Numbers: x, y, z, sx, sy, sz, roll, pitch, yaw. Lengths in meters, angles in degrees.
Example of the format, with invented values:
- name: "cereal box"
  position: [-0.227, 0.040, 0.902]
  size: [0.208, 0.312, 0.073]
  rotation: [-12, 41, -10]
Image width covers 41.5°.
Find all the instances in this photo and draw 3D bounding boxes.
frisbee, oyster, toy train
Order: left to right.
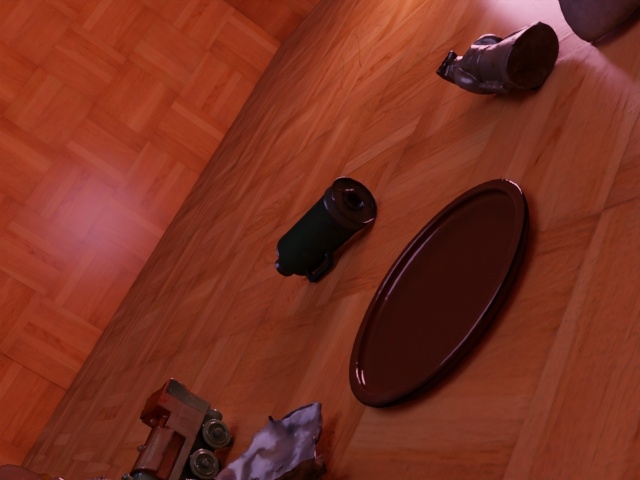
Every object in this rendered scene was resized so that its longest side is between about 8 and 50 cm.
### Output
- name: "toy train"
  position: [-0.185, 0.273, 1.055]
  size: [0.074, 0.118, 0.176]
  rotation: [-46, 15, 42]
- name: "oyster"
  position: [-0.093, 0.280, 0.780]
  size: [0.271, 0.100, 0.275]
  rotation: [-51, -8, 34]
- name: "frisbee"
  position: [0.108, 0.048, 0.795]
  size: [0.251, 0.021, 0.251]
  rotation: [-52, 15, 20]

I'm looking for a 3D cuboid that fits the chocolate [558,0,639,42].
- name: "chocolate"
  position: [0.305, -0.334, 0.859]
  size: [0.185, 0.100, 0.303]
  rotation: [-41, 24, 37]

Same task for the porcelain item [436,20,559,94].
- name: "porcelain item"
  position: [0.197, -0.203, 0.985]
  size: [0.084, 0.054, 0.213]
  rotation: [-54, 15, -3]

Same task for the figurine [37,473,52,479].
- name: "figurine"
  position: [-0.648, 0.604, 1.541]
  size: [0.387, 0.268, 0.401]
  rotation: [-62, -3, 39]

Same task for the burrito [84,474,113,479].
- name: "burrito"
  position: [-0.474, 0.571, 1.430]
  size: [0.392, 0.076, 0.117]
  rotation: [-58, -5, -13]

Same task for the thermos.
- name: "thermos"
  position: [0.000, -0.004, 1.176]
  size: [0.073, 0.083, 0.187]
  rotation: [-39, -3, -46]

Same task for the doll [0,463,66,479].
- name: "doll"
  position: [-0.497, 0.515, 1.303]
  size: [0.174, 0.234, 0.330]
  rotation: [130, 144, -50]
